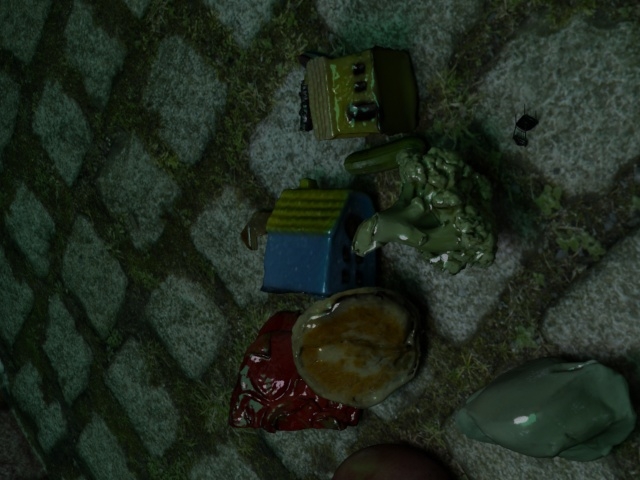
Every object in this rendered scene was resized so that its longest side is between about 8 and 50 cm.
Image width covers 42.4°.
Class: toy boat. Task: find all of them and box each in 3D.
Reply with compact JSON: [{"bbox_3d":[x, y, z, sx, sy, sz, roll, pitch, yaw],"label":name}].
[{"bbox_3d":[0.025,-0.394,1.982,0.229,0.045,0.080,42,130,25],"label":"toy boat"}]

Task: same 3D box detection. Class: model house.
[{"bbox_3d":[0.077,-0.322,1.850,0.234,0.174,0.194,-2,98,39],"label":"model house"},{"bbox_3d":[0.000,0.000,1.987,0.237,0.215,0.304,3,90,43],"label":"model house"}]

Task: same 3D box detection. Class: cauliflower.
[{"bbox_3d":[0.233,-0.065,1.703,0.327,0.281,0.261,42,121,35],"label":"cauliflower"}]

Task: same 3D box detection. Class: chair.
[{"bbox_3d":[0.414,-0.233,1.670,0.037,0.042,0.086,40,160,30],"label":"chair"}]

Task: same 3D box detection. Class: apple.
[{"bbox_3d":[0.169,0.627,1.953,0.305,0.235,0.306,12,109,39],"label":"apple"}]

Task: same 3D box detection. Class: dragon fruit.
[{"bbox_3d":[-0.071,0.364,2.120,0.329,0.227,0.286,21,112,40],"label":"dragon fruit"}]

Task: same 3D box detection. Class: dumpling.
[{"bbox_3d":[0.460,0.334,1.659,0.320,0.269,0.212,175,107,-67],"label":"dumpling"}]

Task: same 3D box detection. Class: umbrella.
[{"bbox_3d":[-0.035,-0.344,2.050,0.037,0.040,0.144,19,111,48],"label":"umbrella"}]

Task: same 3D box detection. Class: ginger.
[{"bbox_3d":[-0.129,-0.044,2.199,0.173,0.051,0.070,4,106,44],"label":"ginger"}]

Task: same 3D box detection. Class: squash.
[{"bbox_3d":[0.147,-0.192,1.902,0.228,0.066,0.066,-9,93,45],"label":"squash"}]

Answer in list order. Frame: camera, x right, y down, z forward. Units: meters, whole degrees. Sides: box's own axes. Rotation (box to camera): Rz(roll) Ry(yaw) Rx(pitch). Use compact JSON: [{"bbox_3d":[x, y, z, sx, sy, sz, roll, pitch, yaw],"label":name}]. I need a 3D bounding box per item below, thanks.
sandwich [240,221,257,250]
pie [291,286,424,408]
[{"bbox_3d":[-0.200,-0.012,2.283,0.044,0.031,0.083,2,99,38],"label":"sandwich"},{"bbox_3d":[0.092,0.244,1.909,0.077,0.338,0.339,-108,32,-57],"label":"pie"}]
